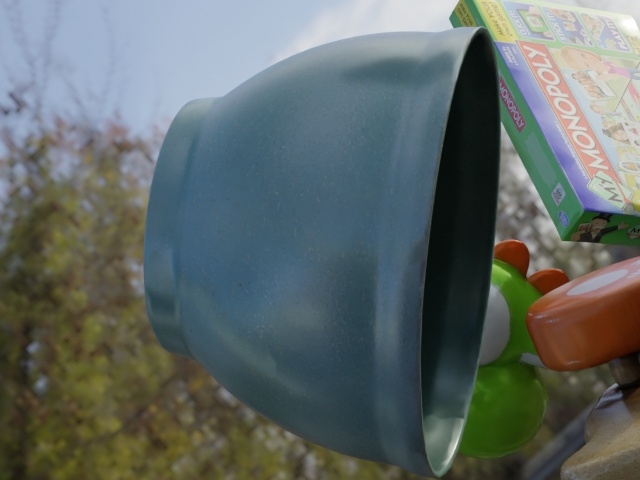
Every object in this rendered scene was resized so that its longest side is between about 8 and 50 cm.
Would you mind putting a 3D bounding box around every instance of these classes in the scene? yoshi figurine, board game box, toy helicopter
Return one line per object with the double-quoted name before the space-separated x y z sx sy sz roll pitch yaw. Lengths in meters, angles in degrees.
"yoshi figurine" 0.063 0.099 1.582 0.203 0.362 0.203 95 -170 -48
"board game box" 0.276 -0.120 1.729 0.214 0.317 0.046 5 -45 -30
"toy helicopter" 0.212 0.077 0.717 0.235 0.140 0.355 -21 6 12

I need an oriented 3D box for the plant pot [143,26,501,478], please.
"plant pot" 0.000 0.000 1.147 0.293 0.196 0.293 5 -90 -77
